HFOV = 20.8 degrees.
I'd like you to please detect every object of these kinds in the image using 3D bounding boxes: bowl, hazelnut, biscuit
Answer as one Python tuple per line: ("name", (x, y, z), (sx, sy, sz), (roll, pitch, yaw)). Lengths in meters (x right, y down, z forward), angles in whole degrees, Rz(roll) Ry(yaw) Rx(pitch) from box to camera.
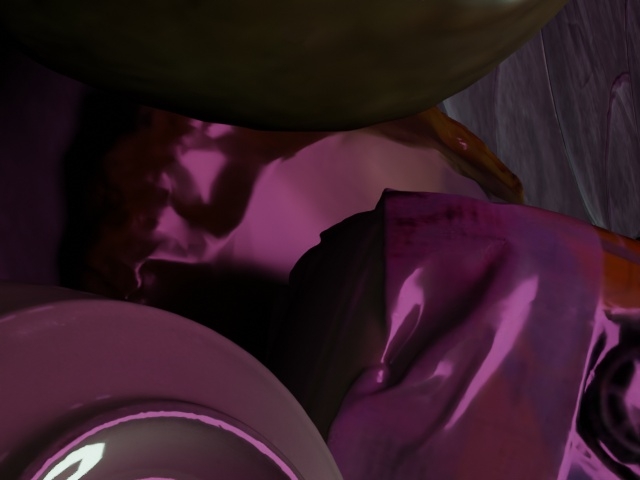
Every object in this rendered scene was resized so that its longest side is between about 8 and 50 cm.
("bowl", (-0.077, 0.118, 0.544), (0.238, 0.126, 0.237), (8, 75, -33))
("hazelnut", (-0.035, -0.253, 0.652), (0.421, 0.353, 0.421), (52, -4, 5))
("biscuit", (0.011, 0.059, 0.897), (0.329, 0.078, 0.335), (0, 84, -46))

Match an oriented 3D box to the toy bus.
("toy bus", (0.031, 0.156, 0.736), (0.162, 0.171, 0.386), (24, 71, -17))
